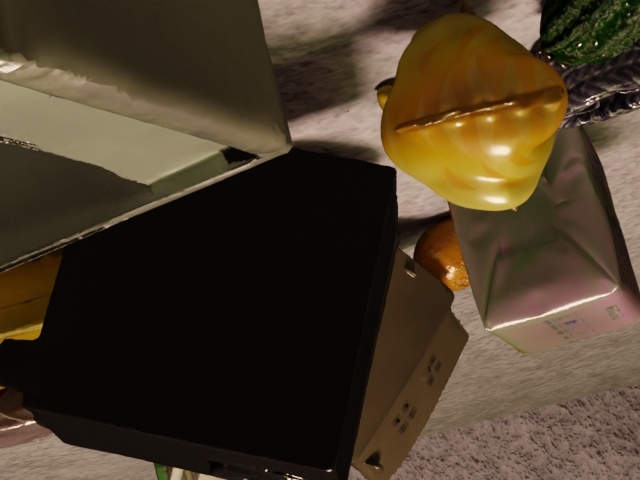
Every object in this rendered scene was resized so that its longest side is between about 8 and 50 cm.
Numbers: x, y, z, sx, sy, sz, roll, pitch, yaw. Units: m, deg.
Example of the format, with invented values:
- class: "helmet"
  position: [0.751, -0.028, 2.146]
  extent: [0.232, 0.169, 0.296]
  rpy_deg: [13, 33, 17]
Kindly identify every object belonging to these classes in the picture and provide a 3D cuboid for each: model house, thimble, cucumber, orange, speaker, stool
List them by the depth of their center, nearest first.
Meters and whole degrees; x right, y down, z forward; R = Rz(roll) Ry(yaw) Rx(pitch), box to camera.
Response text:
- class: "stool"
  position: [-0.194, -0.094, 0.855]
  extent: [0.269, 0.170, 0.243]
  rpy_deg: [-22, 163, 25]
- class: "cucumber"
  position: [0.210, -0.177, 1.180]
  extent: [0.077, 0.077, 0.265]
  rpy_deg: [-13, 166, -12]
- class: "speaker"
  position: [-0.084, 0.054, 1.284]
  extent: [0.254, 0.232, 0.184]
  rpy_deg: [11, 165, 5]
- class: "thimble"
  position: [0.223, -0.135, 1.374]
  extent: [0.104, 0.066, 0.095]
  rpy_deg: [-15, 168, -15]
- class: "model house"
  position: [0.001, 0.090, 1.778]
  extent: [0.204, 0.211, 0.243]
  rpy_deg: [23, 164, 32]
- class: "orange"
  position: [0.139, 0.015, 1.827]
  extent: [0.083, 0.070, 0.083]
  rpy_deg: [-35, 147, -27]

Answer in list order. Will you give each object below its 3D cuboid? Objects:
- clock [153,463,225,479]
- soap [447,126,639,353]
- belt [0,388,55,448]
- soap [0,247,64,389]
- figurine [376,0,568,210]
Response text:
- class: "clock"
  position: [-0.117, 0.137, 1.755]
  extent: [0.106, 0.220, 0.255]
  rpy_deg: [-11, 157, -15]
- class: "soap"
  position: [0.208, -0.003, 1.621]
  extent: [0.138, 0.182, 0.199]
  rpy_deg: [-19, 165, 12]
- class: "belt"
  position: [-0.319, 0.134, 1.677]
  extent: [0.201, 0.128, 0.124]
  rpy_deg: [-10, 166, -11]
- class: "soap"
  position: [-0.227, 0.049, 1.515]
  extent: [0.324, 0.096, 0.204]
  rpy_deg: [-16, 167, -1]
- class: "figurine"
  position: [0.103, -0.092, 1.257]
  extent: [0.131, 0.156, 0.246]
  rpy_deg: [-16, 180, -2]
